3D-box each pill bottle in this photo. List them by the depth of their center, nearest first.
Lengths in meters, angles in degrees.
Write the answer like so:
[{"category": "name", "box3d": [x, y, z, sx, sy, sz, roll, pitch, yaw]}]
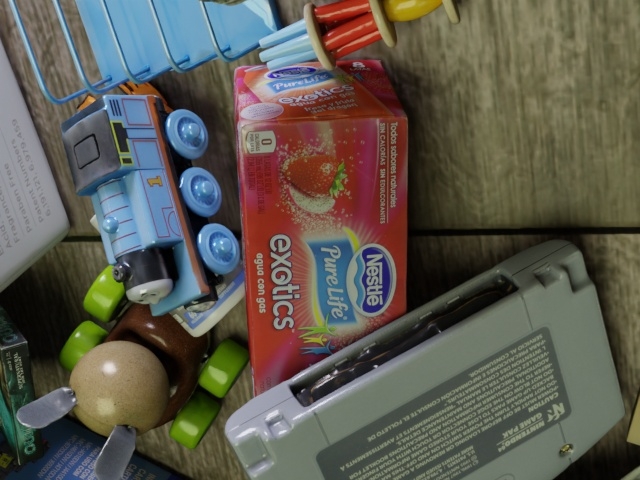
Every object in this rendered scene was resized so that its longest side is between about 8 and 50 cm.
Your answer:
[{"category": "pill bottle", "box3d": [-0.128, 0.010, 1.080, 0.137, 0.078, 0.078, 46, 124, -6]}]

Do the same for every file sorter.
[{"category": "file sorter", "box3d": [-0.138, -0.181, 0.959, 0.170, 0.104, 0.118, -9, 107, 27]}]

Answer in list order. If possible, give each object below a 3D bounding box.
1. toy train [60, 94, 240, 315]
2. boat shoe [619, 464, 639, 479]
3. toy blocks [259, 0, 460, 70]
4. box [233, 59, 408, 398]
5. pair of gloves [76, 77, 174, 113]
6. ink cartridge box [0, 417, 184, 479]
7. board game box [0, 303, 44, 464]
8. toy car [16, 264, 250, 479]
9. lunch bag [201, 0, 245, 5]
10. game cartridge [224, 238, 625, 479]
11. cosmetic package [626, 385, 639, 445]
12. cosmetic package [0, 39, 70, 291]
[{"category": "toy train", "box3d": [-0.134, -0.029, 0.988, 0.080, 0.105, 0.184, -24, 78, 42]}, {"category": "boat shoe", "box3d": [0.196, 0.257, 0.988, 0.367, 0.156, 0.135, -11, 93, 41]}, {"category": "toy blocks", "box3d": [0.013, -0.190, 0.906, 0.148, 0.054, 0.123, -18, 109, 13]}, {"category": "box", "box3d": [0.000, 0.000, 0.972, 0.123, 0.128, 0.257, -4, 117, -4]}, {"category": "pair of gloves", "box3d": [-0.166, -0.108, 1.073, 0.074, 0.010, 0.083, 47, 125, -6]}, {"category": "ink cartridge box", "box3d": [-0.283, 0.327, 1.271, 0.395, 0.151, 0.270, 27, 124, 9]}, {"category": "board game box", "box3d": [-0.307, 0.108, 1.171, 0.186, 0.026, 0.126, 38, 137, 51]}, {"category": "toy car", "box3d": [-0.179, 0.139, 1.103, 0.155, 0.188, 0.149, 32, 124, 4]}, {"category": "lunch bag", "box3d": [0.029, -0.289, 0.758, 0.305, 0.212, 0.256, -7, 106, 24]}, {"category": "game cartridge", "box3d": [0.091, 0.145, 0.965, 0.297, 0.062, 0.198, -28, 128, -10]}, {"category": "cosmetic package", "box3d": [0.284, 0.112, 0.985, 0.060, 0.041, 0.115, 14, 121, 15]}, {"category": "cosmetic package", "box3d": [-0.475, -0.051, 1.001, 0.329, 0.393, 0.327, -5, 114, 24]}]
